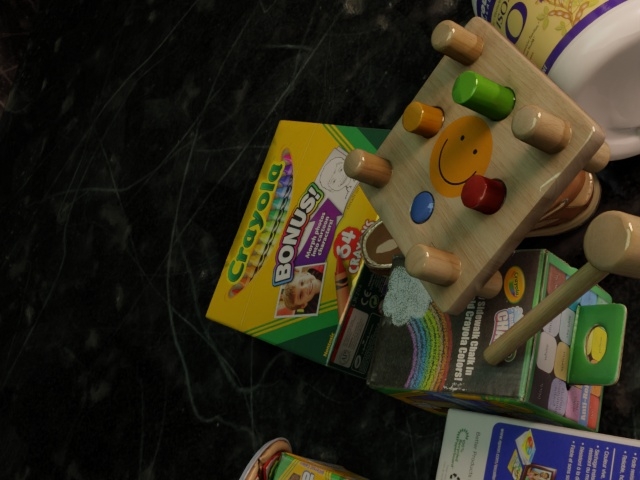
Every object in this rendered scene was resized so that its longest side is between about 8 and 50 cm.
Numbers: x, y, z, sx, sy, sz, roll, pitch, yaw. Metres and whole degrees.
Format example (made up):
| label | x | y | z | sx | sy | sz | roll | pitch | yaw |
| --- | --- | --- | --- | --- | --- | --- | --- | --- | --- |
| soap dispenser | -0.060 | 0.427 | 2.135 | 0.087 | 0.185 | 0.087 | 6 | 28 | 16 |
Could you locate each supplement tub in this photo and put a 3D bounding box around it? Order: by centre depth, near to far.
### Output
| label | x | y | z | sx | sy | sz | roll | pitch | yaw |
| --- | --- | --- | --- | --- | --- | --- | --- | --- | --- |
| supplement tub | 0.335 | -0.290 | 1.099 | 0.241 | 0.241 | 0.331 | -40 | 47 | 24 |

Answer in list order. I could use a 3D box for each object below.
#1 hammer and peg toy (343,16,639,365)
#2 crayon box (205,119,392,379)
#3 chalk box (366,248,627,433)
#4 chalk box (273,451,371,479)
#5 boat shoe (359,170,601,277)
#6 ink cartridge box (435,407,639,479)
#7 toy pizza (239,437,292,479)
| label | x | y | z | sx | sy | sz | roll | pitch | yaw |
| --- | --- | --- | --- | --- | --- | --- | --- | --- | --- |
| hammer and peg toy | 0.175 | -0.050 | 0.931 | 0.266 | 0.127 | 0.361 | -54 | 40 | 25 |
| crayon box | 0.000 | 0.000 | 1.384 | 0.313 | 0.106 | 0.363 | 13 | 80 | 47 |
| chalk box | 0.232 | 0.122 | 1.045 | 0.289 | 0.179 | 0.180 | -2 | 69 | 43 |
| chalk box | -0.002 | 0.413 | 1.164 | 0.132 | 0.132 | 0.213 | 10 | 77 | 46 |
| boat shoe | 0.197 | -0.042 | 1.144 | 0.324 | 0.120 | 0.123 | -21 | 71 | 20 |
| ink cartridge box | 0.279 | 0.290 | 0.907 | 0.371 | 0.069 | 0.176 | 0 | 72 | 47 |
| toy pizza | -0.080 | 0.377 | 1.227 | 0.032 | 0.201 | 0.201 | 16 | 81 | 21 |
